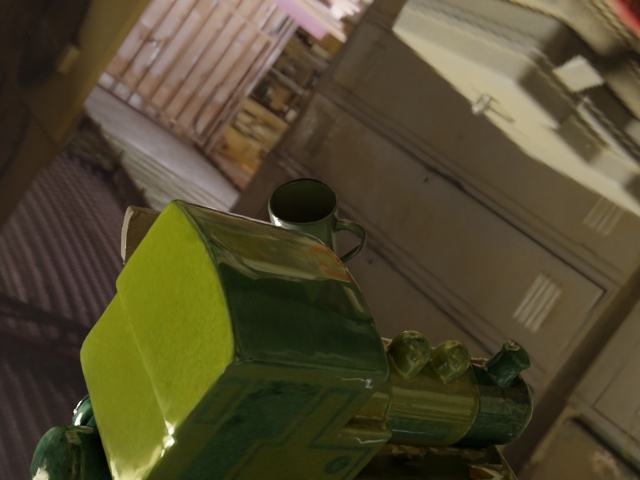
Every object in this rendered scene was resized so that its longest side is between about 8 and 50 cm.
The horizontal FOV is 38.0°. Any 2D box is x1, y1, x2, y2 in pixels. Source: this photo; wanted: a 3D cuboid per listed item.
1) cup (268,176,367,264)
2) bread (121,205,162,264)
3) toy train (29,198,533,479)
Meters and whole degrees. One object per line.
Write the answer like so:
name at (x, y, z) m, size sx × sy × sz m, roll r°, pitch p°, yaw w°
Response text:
cup at (-0.002, -0.004, 0.756) m, size 0.055 × 0.074 × 0.083 m, roll -100°, pitch 3°, yaw -45°
bread at (-0.207, 0.000, 1.221) m, size 0.105 × 0.077 × 0.152 m, roll 12°, pitch -176°, yaw -14°
toy train at (0.010, 0.123, 0.608) m, size 0.368 × 0.237 × 0.150 m, roll 14°, pitch -145°, yaw -42°
